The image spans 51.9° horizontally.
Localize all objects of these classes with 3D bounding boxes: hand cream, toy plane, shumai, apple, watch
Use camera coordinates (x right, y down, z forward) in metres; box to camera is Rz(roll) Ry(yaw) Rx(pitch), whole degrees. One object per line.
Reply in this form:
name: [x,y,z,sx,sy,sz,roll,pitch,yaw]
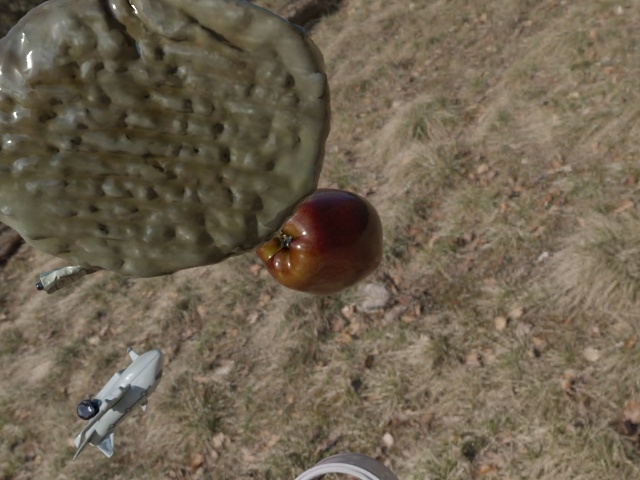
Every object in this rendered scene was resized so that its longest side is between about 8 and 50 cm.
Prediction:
hand cream: [-0.504,0.044,1.442,0.248,0.075,0.052,-31,66,-13]
toy plane: [-0.394,0.309,1.290,0.101,0.255,0.251,35,8,10]
shumai: [-0.166,-0.124,0.637,0.314,0.267,0.262,-12,25,-10]
apple: [0.000,0.000,1.672,0.317,0.288,0.288,3,16,-41]
watch: [0.015,0.460,1.027,0.244,0.231,0.196,-1,-6,13]
